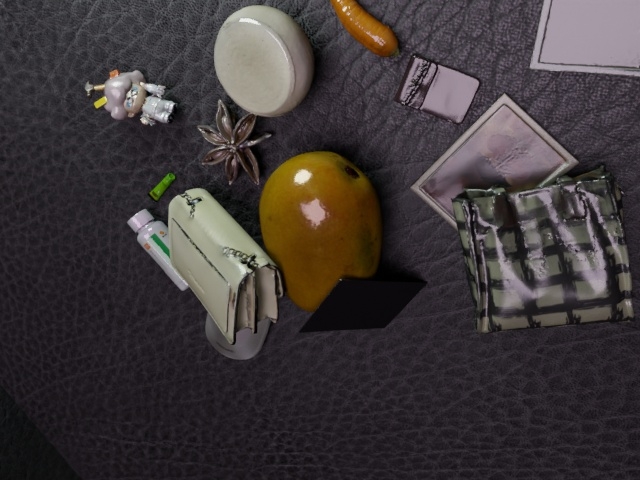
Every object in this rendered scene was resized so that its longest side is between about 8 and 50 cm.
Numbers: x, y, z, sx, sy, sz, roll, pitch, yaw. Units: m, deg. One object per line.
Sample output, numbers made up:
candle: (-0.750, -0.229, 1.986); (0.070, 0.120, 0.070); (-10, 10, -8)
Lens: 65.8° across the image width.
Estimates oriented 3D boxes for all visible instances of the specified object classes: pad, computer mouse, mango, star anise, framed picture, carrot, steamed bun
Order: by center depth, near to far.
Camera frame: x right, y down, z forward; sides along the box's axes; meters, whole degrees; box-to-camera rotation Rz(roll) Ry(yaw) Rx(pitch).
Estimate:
framed picture: (0.534, -0.404, 0.900); (0.253, 0.014, 0.197); (10, 118, 17)
carrot: (0.064, -0.479, 1.030); (0.271, 0.062, 0.066); (46, 155, 0)
steamed bun: (-0.113, -0.396, 1.088); (0.232, 0.145, 0.231); (18, 133, 21)
framed picture: (0.372, -0.145, 1.093); (0.211, 0.020, 0.289); (43, 123, -2)
mango: (0.000, 0.000, 1.196); (0.300, 0.232, 0.445); (12, 125, 13)
pad: (0.110, 0.163, 1.227); (0.202, 0.300, 0.005); (-54, 48, 33)
star anise: (-0.225, -0.247, 1.250); (0.197, 0.073, 0.212); (22, 118, 6)
computer mouse: (-0.246, 0.230, 1.488); (0.197, 0.095, 0.330); (23, 121, 5)

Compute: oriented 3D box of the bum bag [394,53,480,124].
bum bag: (0.247, -0.318, 1.052); (0.160, 0.026, 0.109); (24, 121, 9)

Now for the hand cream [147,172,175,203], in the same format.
hand cream: (-0.456, -0.151, 1.421); (0.036, 0.023, 0.122); (48, 126, -9)

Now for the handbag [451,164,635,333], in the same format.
handbag: (0.471, 0.030, 1.053); (0.326, 0.162, 0.326); (-9, 108, 18)

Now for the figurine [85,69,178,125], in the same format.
figurine: (-0.477, -0.366, 1.275); (0.229, 0.112, 0.137); (22, 94, 3)

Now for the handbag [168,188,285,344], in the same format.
handbag: (-0.249, 0.051, 1.265); (0.358, 0.160, 0.236); (43, 143, 34)

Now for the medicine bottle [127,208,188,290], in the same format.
medicine bottle: (-0.458, 0.026, 1.467); (0.095, 0.095, 0.260); (-33, 100, 31)
